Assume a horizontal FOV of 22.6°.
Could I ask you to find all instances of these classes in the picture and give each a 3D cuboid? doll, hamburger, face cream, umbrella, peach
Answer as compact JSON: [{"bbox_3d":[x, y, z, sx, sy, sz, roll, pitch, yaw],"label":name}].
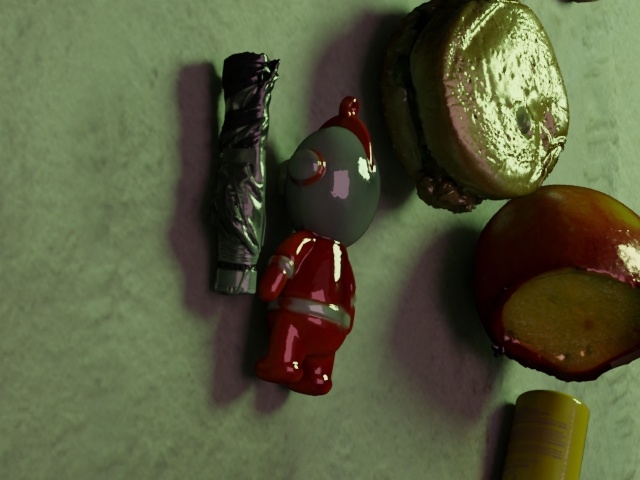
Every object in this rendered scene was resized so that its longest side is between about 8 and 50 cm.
[{"bbox_3d":[0.000,0.000,1.296,0.142,0.076,0.245,27,69,-61],"label":"doll"},{"bbox_3d":[0.130,-0.127,1.475,0.189,0.122,0.215,55,47,-31],"label":"hamburger"},{"bbox_3d":[0.211,0.287,1.602,0.078,0.078,0.273,46,49,-46],"label":"face cream"},{"bbox_3d":[-0.063,-0.052,1.230,0.050,0.046,0.188,11,83,-54],"label":"umbrella"},{"bbox_3d":[0.245,0.046,1.579,0.226,0.190,0.196,-23,120,-63],"label":"peach"}]

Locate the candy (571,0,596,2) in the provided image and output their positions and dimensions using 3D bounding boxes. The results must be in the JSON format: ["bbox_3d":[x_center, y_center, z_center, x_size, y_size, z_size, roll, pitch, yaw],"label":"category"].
[{"bbox_3d":[0.300,-0.323,1.837,0.103,0.043,0.103,4,85,-59],"label":"candy"}]
